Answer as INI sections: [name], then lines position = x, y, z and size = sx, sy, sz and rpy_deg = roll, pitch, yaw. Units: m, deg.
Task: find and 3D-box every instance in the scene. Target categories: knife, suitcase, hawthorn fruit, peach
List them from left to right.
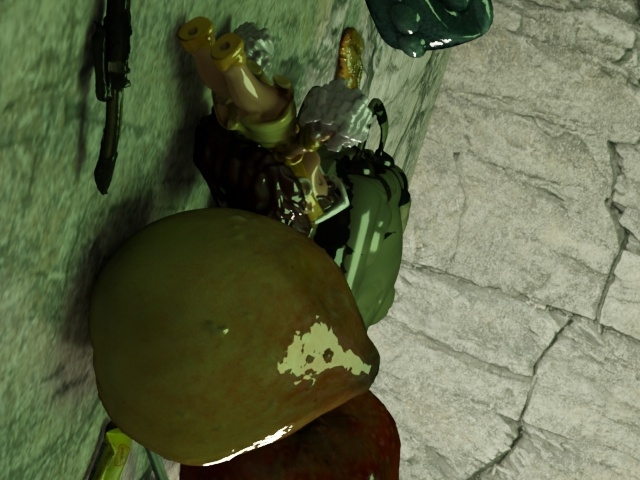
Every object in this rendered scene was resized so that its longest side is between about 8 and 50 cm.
[knife]
position = -0.126, -0.127, 0.635
size = 0.021, 0.045, 0.222
rpy_deg = -11, 133, -36
[peach]
position = -0.065, 0.081, 0.822
size = 0.232, 0.233, 0.232
rpy_deg = 19, 90, -82
[hawthorn fruit]
position = -0.043, 0.324, 1.301
size = 0.287, 0.287, 0.330
rpy_deg = -60, 161, -53
[suitcase]
position = 0.000, 0.000, 1.167
size = 0.351, 0.194, 0.339
rpy_deg = -33, 139, -77

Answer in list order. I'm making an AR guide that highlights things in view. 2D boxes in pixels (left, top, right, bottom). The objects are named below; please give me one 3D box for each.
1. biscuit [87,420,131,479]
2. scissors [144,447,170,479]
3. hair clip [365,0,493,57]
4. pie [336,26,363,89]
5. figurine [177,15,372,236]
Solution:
[biscuit]
position = -0.230, 0.301, 0.940
size = 0.048, 0.026, 0.291
rpy_deg = 31, 78, -62
[scissors]
position = -0.155, 0.280, 1.107
size = 0.029, 0.191, 0.360
rpy_deg = -24, 134, -20
[hair clip]
position = 0.050, -0.295, 0.799
size = 0.310, 0.206, 0.194
rpy_deg = 87, 18, -58
[pie]
position = 0.039, -0.226, 1.459
size = 0.092, 0.034, 0.169
rpy_deg = -55, 157, -55
[figurine]
position = -0.049, -0.089, 0.867
size = 0.116, 0.175, 0.240
rpy_deg = -35, 144, -21
